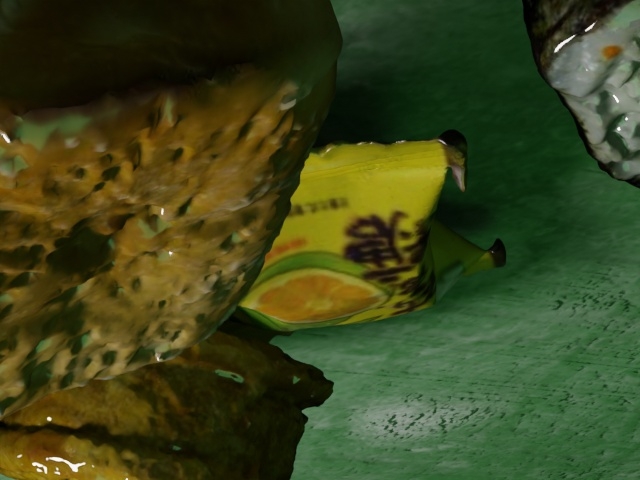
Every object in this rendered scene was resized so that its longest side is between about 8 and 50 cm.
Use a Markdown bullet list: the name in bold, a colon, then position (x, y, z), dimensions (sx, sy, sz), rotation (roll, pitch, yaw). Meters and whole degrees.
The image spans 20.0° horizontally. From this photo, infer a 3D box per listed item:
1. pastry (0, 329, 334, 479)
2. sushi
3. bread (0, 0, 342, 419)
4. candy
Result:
- **pastry**: position (-0.093, 0.103, 1.030), dimensions (0.188, 0.103, 0.189), rotation (12, 169, 2)
- **sushi**: position (0.166, -0.097, 0.796), dimensions (0.124, 0.127, 0.225), rotation (-28, 145, 26)
- **bread**: position (-0.117, -0.049, 0.693), dimensions (0.195, 0.176, 0.246), rotation (-17, 154, -23)
- **candy**: position (0.000, 0.000, 0.949), dimensions (0.187, 0.081, 0.297), rotation (-12, 163, 5)
